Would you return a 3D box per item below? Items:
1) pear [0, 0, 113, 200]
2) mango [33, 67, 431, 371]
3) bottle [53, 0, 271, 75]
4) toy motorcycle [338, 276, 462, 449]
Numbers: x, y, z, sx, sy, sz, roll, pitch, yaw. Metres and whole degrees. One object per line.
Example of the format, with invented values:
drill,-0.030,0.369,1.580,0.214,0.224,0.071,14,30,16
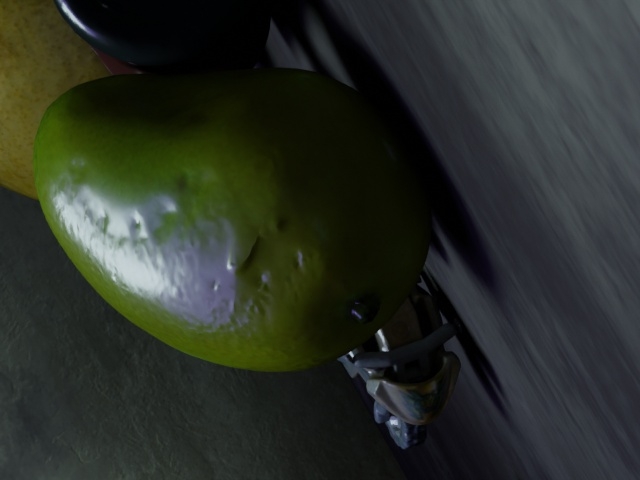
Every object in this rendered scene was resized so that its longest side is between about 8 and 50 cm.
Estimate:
pear,-0.234,-0.194,1.719,0.314,0.314,0.314,60,176,7
mango,-0.055,-0.014,1.188,0.149,0.273,0.185,-18,-74,-55
bottle,-0.105,-0.172,1.334,0.144,0.144,0.336,60,177,2
toy motorcycle,0.047,0.045,1.412,0.130,0.094,0.229,177,76,-81
